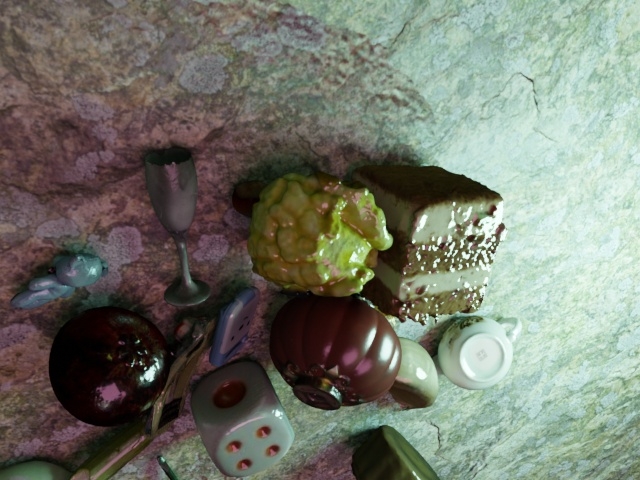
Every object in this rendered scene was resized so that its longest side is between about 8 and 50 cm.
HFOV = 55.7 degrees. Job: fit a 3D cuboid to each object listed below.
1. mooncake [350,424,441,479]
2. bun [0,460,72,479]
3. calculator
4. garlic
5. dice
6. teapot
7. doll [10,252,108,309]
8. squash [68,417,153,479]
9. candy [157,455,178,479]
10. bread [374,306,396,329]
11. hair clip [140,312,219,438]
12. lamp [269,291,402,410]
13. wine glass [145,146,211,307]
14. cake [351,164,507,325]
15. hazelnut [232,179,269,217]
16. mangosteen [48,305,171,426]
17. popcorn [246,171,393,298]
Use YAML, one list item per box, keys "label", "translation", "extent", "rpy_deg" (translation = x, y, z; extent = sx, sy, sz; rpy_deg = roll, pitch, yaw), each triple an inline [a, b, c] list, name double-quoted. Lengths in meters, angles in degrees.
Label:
- label: "mooncake"
  translation: [0.218, 0.670, 1.691]
  extent: [0.161, 0.290, 0.290]
  rpy_deg: [-42, 126, 4]
- label: "bun"
  translation: [-0.663, 0.645, 1.337]
  extent: [0.294, 0.187, 0.293]
  rpy_deg: [-12, 121, -21]
- label: "calculator"
  translation: [-0.189, 0.188, 1.324]
  extent: [0.121, 0.039, 0.210]
  rpy_deg: [-39, 155, -52]
- label: "garlic"
  translation: [0.227, 0.367, 1.628]
  extent: [0.196, 0.151, 0.338]
  rpy_deg: [-19, 138, 29]
- label: "dice"
  translation: [-0.182, 0.415, 1.415]
  extent: [0.193, 0.194, 0.191]
  rpy_deg: [-27, 124, -10]
- label: "teapot"
  translation: [0.431, 0.301, 1.663]
  extent: [0.298, 0.139, 0.204]
  rpy_deg: [-25, 93, -6]
- label: "doll"
  translation: [-0.502, 0.070, 1.154]
  extent: [0.180, 0.075, 0.120]
  rpy_deg: [-21, 168, 3]
- label: "squash"
  translation: [-0.470, 0.490, 1.380]
  extent: [0.239, 0.069, 0.069]
  rpy_deg: [-39, 128, -19]
- label: "candy"
  translation: [-0.342, 0.667, 1.571]
  extent: [0.097, 0.097, 0.323]
  rpy_deg: [-27, 118, -8]
- label: "bread"
  translation: [0.139, 0.196, 1.508]
  extent: [0.083, 0.070, 0.076]
  rpy_deg: [4, 117, -29]
- label: "hair clip"
  translation: [-0.321, 0.284, 1.341]
  extent: [0.091, 0.138, 0.321]
  rpy_deg: [32, 106, 10]
- label: "lamp"
  translation: [0.032, 0.243, 1.360]
  extent: [0.303, 0.303, 0.256]
  rpy_deg: [56, 45, -36]
- label: "wine glass"
  translation: [-0.200, -0.041, 1.210]
  extent: [0.265, 0.096, 0.309]
  rpy_deg: [-13, 122, -22]
- label: "cake"
  translation: [0.207, -0.006, 1.303]
  extent: [0.256, 0.282, 0.290]
  rpy_deg: [-5, 116, -30]
- label: "hazelnut"
  translation: [-0.135, -0.083, 1.220]
  extent: [0.087, 0.086, 0.086]
  rpy_deg: [-11, 122, -18]
- label: "mangosteen"
  translation: [-0.437, 0.258, 1.212]
  extent: [0.236, 0.235, 0.261]
  rpy_deg: [26, 139, -33]
- label: "popcorn"
  translation: [0.001, -0.009, 1.154]
  extent: [0.293, 0.293, 0.236]
  rpy_deg: [17, 80, -31]
